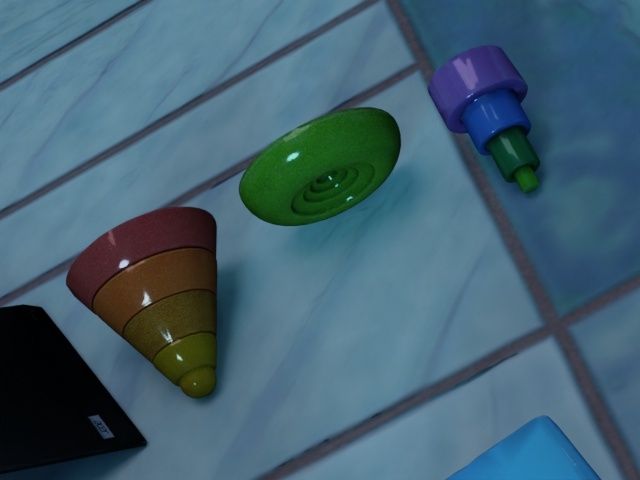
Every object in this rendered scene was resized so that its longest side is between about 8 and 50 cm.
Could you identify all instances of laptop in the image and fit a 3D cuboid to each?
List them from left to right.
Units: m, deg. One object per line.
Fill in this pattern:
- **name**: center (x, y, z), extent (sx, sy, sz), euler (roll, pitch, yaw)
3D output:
- **laptop**: center (-0.298, 0.174, 1.180), extent (0.264, 0.136, 0.234), euler (-54, 38, 3)

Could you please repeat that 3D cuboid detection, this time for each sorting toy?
- **sorting toy**: center (0.000, 0.000, 1.135), extent (0.365, 0.127, 0.126), euler (-28, 67, 5)

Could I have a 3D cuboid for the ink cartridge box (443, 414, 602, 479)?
- **ink cartridge box**: center (0.113, 0.260, 0.665), extent (0.197, 0.198, 0.270), euler (-35, 37, 0)
